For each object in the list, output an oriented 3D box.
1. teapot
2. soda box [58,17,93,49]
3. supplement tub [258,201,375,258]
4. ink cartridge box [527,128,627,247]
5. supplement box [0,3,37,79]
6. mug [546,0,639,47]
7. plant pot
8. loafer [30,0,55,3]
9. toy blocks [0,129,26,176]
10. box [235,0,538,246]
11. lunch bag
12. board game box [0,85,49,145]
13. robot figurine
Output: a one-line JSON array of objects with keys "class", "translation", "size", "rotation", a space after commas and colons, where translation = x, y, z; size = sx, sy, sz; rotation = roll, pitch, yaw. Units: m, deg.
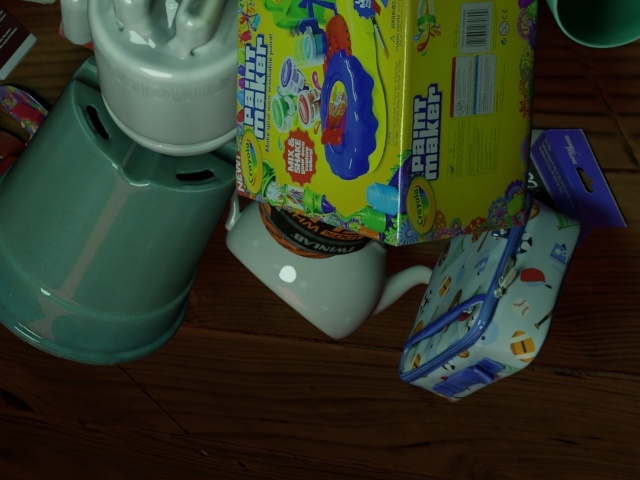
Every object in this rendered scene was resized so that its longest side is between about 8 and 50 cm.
[{"class": "teapot", "translation": [0.000, 0.000, 2.169], "size": [0.252, 0.187, 0.256], "rotation": [41, -178, 31]}, {"class": "soda box", "translation": [-0.255, -0.329, 1.884], "size": [0.092, 0.083, 0.263], "rotation": [25, 153, -2]}, {"class": "supplement tub", "translation": [0.034, -0.101, 1.936], "size": [0.193, 0.193, 0.316], "rotation": [27, 153, -5]}, {"class": "ink cartridge box", "translation": [0.264, -0.068, 1.971], "size": [0.208, 0.045, 0.206], "rotation": [3, 146, 34]}, {"class": "supplement box", "translation": [-0.472, -0.299, 1.870], "size": [0.239, 0.073, 0.130], "rotation": [45, 161, -29]}, {"class": "mug", "translation": [0.283, -0.279, 1.504], "size": [0.129, 0.097, 0.158], "rotation": [10, 128, -21]}, {"class": "plant pot", "translation": [-0.275, -0.065, 2.091], "size": [0.341, 0.341, 0.334], "rotation": [28, 133, -8]}, {"class": "loafer", "translation": [-0.416, -0.367, 1.936], "size": [0.112, 0.111, 0.319], "rotation": [11, -176, -45]}, {"class": "toy blocks", "translation": [-0.561, -0.109, 2.462], "size": [0.381, 0.191, 0.261], "rotation": [13, 140, 22]}, {"class": "box", "translation": [0.062, -0.171, 1.575], "size": [0.177, 0.290, 0.279], "rotation": [-9, -163, -36]}, {"class": "lunch bag", "translation": [0.210, 0.080, 1.962], "size": [0.115, 0.243, 0.303], "rotation": [28, 156, -8]}, {"class": "board game box", "translation": [-0.432, -0.165, 2.337], "size": [0.168, 0.033, 0.133], "rotation": [42, 159, -14]}, {"class": "robot figurine", "translation": [-0.161, -0.223, 1.771], "size": [0.300, 0.200, 0.353], "rotation": [23, 160, 6]}]
